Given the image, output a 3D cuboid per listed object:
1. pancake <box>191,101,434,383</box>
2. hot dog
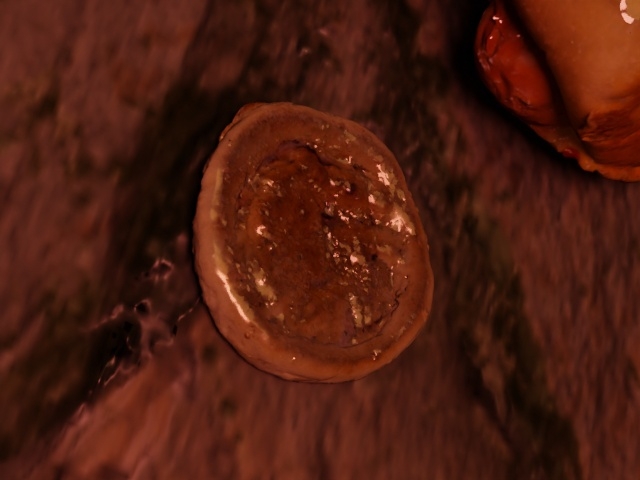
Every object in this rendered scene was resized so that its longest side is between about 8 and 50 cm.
[{"bbox_3d":[0.000,0.000,0.626,0.139,0.022,0.139,12,67,-30],"label":"pancake"},{"bbox_3d":[0.175,-0.116,0.704,0.256,0.153,0.150,-6,72,-37],"label":"hot dog"}]
